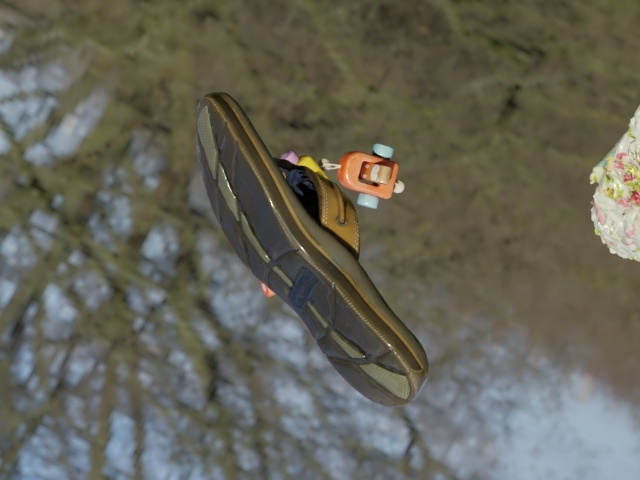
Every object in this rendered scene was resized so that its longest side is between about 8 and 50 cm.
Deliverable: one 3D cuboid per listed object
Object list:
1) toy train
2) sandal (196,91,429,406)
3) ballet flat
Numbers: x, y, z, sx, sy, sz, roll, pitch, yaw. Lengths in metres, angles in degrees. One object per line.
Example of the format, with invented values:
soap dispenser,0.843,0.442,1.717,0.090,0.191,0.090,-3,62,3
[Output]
toy train,0.010,-0.016,1.666,0.125,0.166,0.046,21,176,-24
sandal,0.000,0.000,1.140,0.219,0.060,0.090,49,151,11
ballet flat,0.193,-0.035,0.970,0.091,0.077,0.241,-6,150,-8
